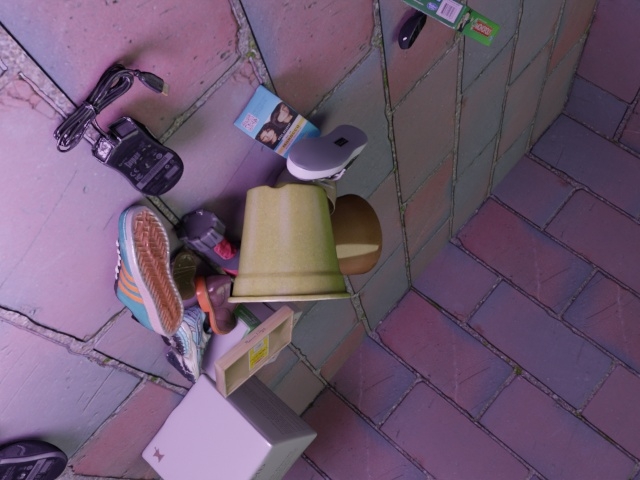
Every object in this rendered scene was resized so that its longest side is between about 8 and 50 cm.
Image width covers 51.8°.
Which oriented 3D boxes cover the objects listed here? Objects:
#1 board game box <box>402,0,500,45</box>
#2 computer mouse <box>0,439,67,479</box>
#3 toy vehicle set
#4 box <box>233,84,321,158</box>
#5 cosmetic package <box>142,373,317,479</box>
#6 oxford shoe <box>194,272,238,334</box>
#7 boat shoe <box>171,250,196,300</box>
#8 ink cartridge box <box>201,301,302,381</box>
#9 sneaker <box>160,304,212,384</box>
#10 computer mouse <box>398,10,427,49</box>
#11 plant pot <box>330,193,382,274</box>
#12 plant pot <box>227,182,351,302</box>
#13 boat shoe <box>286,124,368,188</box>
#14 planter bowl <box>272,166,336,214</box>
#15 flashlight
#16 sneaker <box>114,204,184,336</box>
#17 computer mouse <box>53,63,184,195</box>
[{"bbox_3d":[0.169,-0.473,1.247,0.213,0.317,0.046,-14,137,-58],"label":"board game box"},{"bbox_3d":[-0.673,0.476,1.418,0.188,0.072,0.272,-53,147,8],"label":"computer mouse"},{"bbox_3d":[-0.181,0.309,1.842,0.267,0.035,0.166,-38,153,-31],"label":"toy vehicle set"},{"bbox_3d":[-0.087,-0.247,1.445,0.100,0.060,0.244,-55,159,7],"label":"box"},{"bbox_3d":[-0.282,0.659,2.138,0.329,0.327,0.394,-53,158,4],"label":"cosmetic package"},{"bbox_3d":[-0.241,0.167,1.682,0.098,0.096,0.271,-13,152,-1],"label":"oxford shoe"},{"bbox_3d":[-0.318,0.075,1.527,0.056,0.048,0.153,-16,139,-17],"label":"boat shoe"},{"bbox_3d":[-0.209,0.278,1.955,0.289,0.121,0.211,-9,132,-60],"label":"ink cartridge box"},{"bbox_3d":[-0.330,0.274,1.726,0.122,0.110,0.283,-43,158,-31],"label":"sneaker"},{"bbox_3d":[0.260,-0.587,1.649,0.242,0.041,0.071,-58,168,-2],"label":"computer mouse"},{"bbox_3d":[0.000,0.000,1.845,0.254,0.237,0.237,-10,137,-37],"label":"plant pot"},{"bbox_3d":[-0.073,0.008,1.484,0.276,0.276,0.253,6,82,-66],"label":"plant pot"},{"bbox_3d":[0.007,-0.180,1.509,0.306,0.113,0.105,-47,166,-56],"label":"boat shoe"},{"bbox_3d":[-0.030,-0.142,1.633,0.162,0.162,0.109,84,21,-61],"label":"planter bowl"},{"bbox_3d":[-0.221,0.012,1.540,0.304,0.103,0.103,60,44,-67],"label":"flashlight"},{"bbox_3d":[-0.368,0.062,1.321,0.108,0.121,0.302,-51,144,-49],"label":"sneaker"},{"bbox_3d":[-0.306,-0.188,1.103,0.184,0.060,0.262,-49,148,5],"label":"computer mouse"}]
